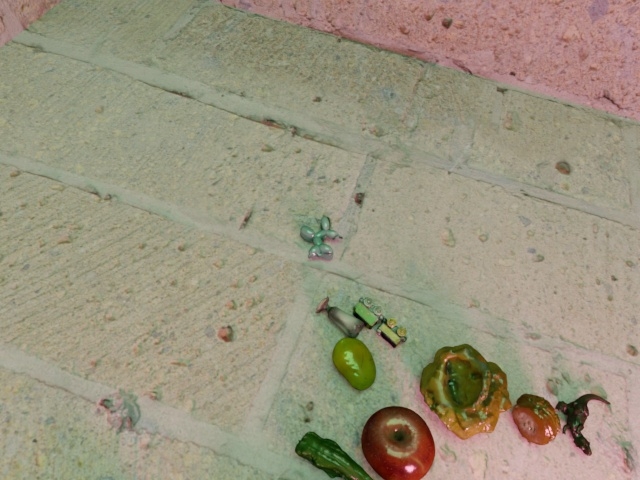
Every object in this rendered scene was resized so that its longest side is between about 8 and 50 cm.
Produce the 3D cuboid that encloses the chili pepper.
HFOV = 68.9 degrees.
[{"bbox_3d":[0.048,0.609,1.261,0.253,0.099,0.083,32,50,15],"label":"chili pepper"}]

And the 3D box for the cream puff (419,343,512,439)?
[{"bbox_3d":[0.431,0.431,1.373,0.281,0.185,0.282,5,55,-7],"label":"cream puff"}]

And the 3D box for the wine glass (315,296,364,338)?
[{"bbox_3d":[0.063,0.253,1.521,0.155,0.072,0.072,35,60,17],"label":"wine glass"}]

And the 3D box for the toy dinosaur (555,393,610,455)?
[{"bbox_3d":[0.802,0.556,1.429,0.179,0.087,0.187,27,68,-31],"label":"toy dinosaur"}]

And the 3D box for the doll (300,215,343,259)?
[{"bbox_3d":[0.000,0.000,1.688,0.159,0.059,0.158,-31,64,-25],"label":"doll"}]

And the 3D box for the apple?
[{"bbox_3d":[0.211,0.563,1.279,0.201,0.162,0.201,0,46,0],"label":"apple"}]

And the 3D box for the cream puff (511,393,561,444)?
[{"bbox_3d":[0.636,0.519,1.371,0.103,0.126,0.144,-18,68,-35],"label":"cream puff"}]

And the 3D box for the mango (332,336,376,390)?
[{"bbox_3d":[0.107,0.375,1.438,0.117,0.089,0.163,-33,77,-33],"label":"mango"}]

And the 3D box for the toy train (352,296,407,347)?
[{"bbox_3d":[0.193,0.270,1.530,0.202,0.060,0.081,41,68,20],"label":"toy train"}]
